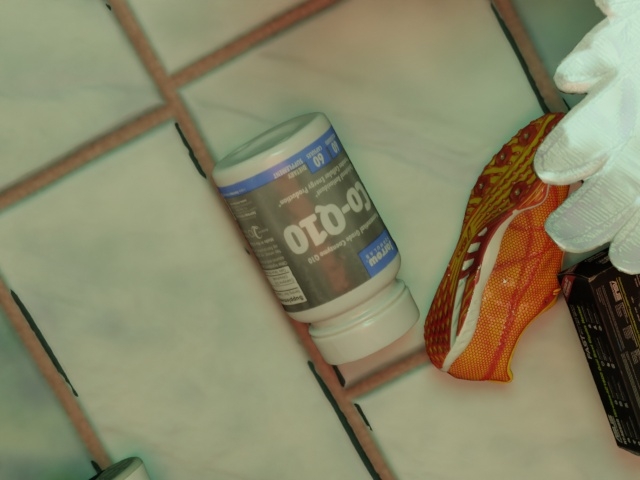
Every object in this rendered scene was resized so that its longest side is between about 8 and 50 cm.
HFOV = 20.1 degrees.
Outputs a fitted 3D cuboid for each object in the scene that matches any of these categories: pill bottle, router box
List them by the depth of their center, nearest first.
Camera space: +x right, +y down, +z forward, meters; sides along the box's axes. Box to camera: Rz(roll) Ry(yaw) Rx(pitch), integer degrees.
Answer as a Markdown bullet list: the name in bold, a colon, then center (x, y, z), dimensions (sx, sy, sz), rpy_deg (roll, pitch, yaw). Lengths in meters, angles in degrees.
- **pill bottle**: center (0.000, 0.000, 1.073), dimensions (0.078, 0.078, 0.137), rpy_deg (-27, 102, 7)
- **router box**: center (0.206, 0.055, 1.089), dimensions (0.092, 0.038, 0.122), rpy_deg (-25, 104, -20)

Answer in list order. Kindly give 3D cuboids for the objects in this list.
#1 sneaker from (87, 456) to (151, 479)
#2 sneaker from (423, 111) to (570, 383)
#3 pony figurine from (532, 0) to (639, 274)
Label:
- **sneaker**: center (-0.168, 0.260, 1.134), dimensions (0.226, 0.086, 0.163), rpy_deg (-30, 99, 6)
- **sneaker**: center (0.120, 0.004, 1.092), dimensions (0.067, 0.064, 0.175), rpy_deg (15, 109, -26)
- **pony figurine**: center (0.150, -0.210, 0.874), dimensions (0.303, 0.363, 0.351), rpy_deg (39, 101, -9)
